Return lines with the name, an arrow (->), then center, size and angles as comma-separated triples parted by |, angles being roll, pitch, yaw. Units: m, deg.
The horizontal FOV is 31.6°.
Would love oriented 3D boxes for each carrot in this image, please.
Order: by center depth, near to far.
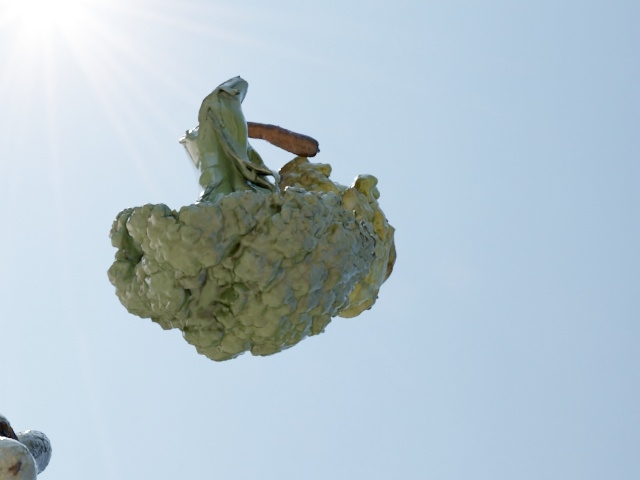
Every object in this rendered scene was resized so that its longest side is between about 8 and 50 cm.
carrot -> -0.078, -0.164, 1.749 | 0.165, 0.035, 0.035 | 19, -50, 5

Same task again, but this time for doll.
doll -> -0.349, 0.277, 1.260 | 0.149, 0.278, 0.175 | -45, -96, 5

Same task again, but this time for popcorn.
popcorn -> 0.007, 0.004, 1.856 | 0.237, 0.292, 0.293 | 27, -36, -23

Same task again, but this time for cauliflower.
cauliflower -> -0.101, 0.002, 1.227 | 0.281, 0.260, 0.327 | 49, -4, 32
